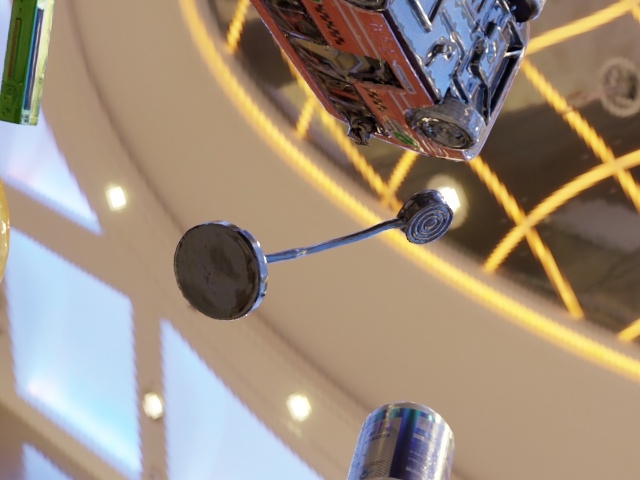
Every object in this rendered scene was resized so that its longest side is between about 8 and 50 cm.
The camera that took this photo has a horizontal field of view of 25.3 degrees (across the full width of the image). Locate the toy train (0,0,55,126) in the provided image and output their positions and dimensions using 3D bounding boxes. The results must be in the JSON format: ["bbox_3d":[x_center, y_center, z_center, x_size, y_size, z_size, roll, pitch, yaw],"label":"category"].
[{"bbox_3d":[-0.374,-0.252,1.805,0.044,0.042,0.209,13,-82,29],"label":"toy train"}]

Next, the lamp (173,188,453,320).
[{"bbox_3d":[0.018,0.023,1.600,0.108,0.371,0.130,49,-54,38],"label":"lamp"}]

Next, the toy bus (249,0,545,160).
[{"bbox_3d":[0.050,-0.263,1.398,0.233,0.203,0.427,15,-21,32],"label":"toy bus"}]

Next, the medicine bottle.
[{"bbox_3d":[0.079,0.263,1.489,0.107,0.191,0.107,6,-58,10],"label":"medicine bottle"}]

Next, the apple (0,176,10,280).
[{"bbox_3d":[-0.550,-0.015,1.584,0.333,0.400,0.400,1,-73,37],"label":"apple"}]
